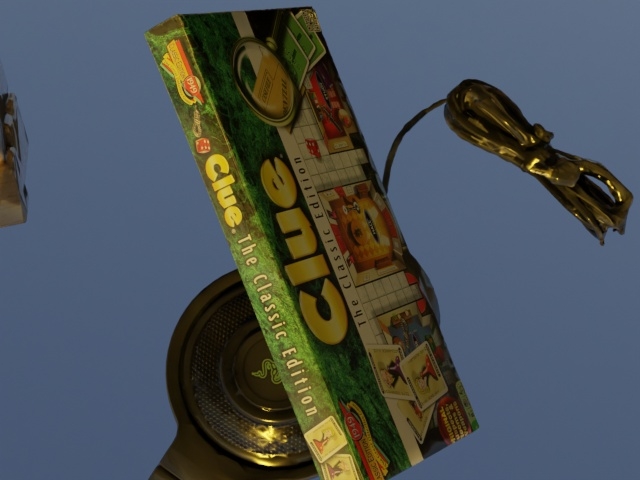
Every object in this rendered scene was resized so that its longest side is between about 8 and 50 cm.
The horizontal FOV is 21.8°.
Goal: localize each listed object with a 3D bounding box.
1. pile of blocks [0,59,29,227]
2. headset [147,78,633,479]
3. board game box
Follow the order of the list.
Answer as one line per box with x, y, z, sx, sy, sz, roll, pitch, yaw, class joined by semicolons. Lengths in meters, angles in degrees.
-0.256;0.001;0.566;0.149;0.362;0.112;51;-172;-23;pile of blocks
0.016;0.078;1.037;0.185;0.394;0.243;35;-160;6;headset
0.000;0.000;0.888;0.136;0.030;0.260;-18;-95;-56;board game box
